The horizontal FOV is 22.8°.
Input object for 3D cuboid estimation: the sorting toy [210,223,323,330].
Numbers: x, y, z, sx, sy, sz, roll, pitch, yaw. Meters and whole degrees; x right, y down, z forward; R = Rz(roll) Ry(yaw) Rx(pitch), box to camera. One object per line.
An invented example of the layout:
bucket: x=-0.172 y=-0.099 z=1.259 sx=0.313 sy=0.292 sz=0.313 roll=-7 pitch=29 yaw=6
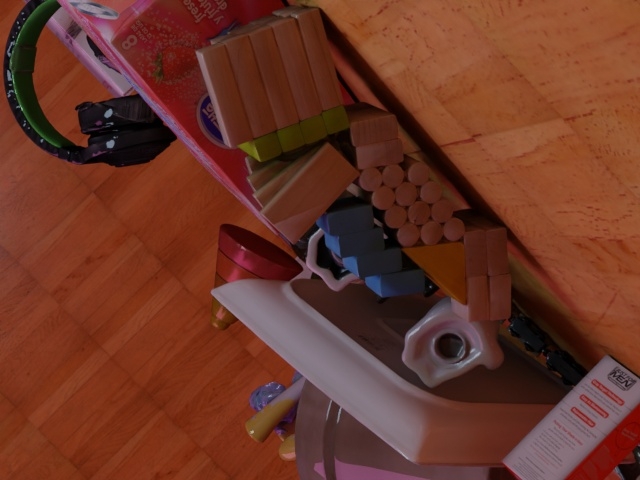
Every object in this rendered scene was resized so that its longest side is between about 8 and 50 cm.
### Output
sorting toy: x=-0.003 y=0.109 z=2.077 sx=0.365 sy=0.126 sz=0.127 roll=27 pitch=-171 yaw=-25

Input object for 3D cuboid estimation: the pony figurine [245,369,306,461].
pony figurine: x=0.057 y=0.182 z=2.332 sx=0.303 sy=0.363 sz=0.351 roll=40 pitch=-166 yaw=-26

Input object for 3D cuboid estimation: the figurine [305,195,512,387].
figurine: x=0.103 y=0.026 z=1.565 sx=0.215 sy=0.092 sz=0.209 roll=45 pitch=-157 yaw=-2

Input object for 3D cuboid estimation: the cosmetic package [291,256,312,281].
cosmetic package: x=0.072 y=0.130 z=2.644 sx=0.224 sy=0.138 sz=0.224 roll=48 pitch=174 yaw=-31

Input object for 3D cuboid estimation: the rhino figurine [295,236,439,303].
rhino figurine: x=0.051 y=0.008 z=1.678 sx=0.106 sy=0.073 sz=0.243 roll=52 pitch=-156 yaw=20

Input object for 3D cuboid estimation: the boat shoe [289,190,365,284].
boat shoe: x=0.002 y=-0.028 z=2.114 sx=0.098 sy=0.109 sz=0.302 roll=33 pitch=-174 yaw=-45

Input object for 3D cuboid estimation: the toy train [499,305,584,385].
toy train: x=0.220 y=0.098 z=1.686 sx=0.158 sy=0.027 sz=0.036 roll=43 pitch=-173 yaw=21

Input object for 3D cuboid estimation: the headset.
headset: x=-0.258 y=-0.208 z=2.083 sx=0.394 sy=0.243 sz=0.185 roll=13 pitch=-169 yaw=22

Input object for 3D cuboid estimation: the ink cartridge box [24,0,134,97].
ink cartridge box: x=-0.352 y=-0.348 z=2.361 sx=0.283 sy=0.117 sz=0.207 roll=47 pitch=175 yaw=-9

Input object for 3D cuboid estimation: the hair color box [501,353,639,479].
hair color box: x=0.241 y=0.179 z=1.447 sx=0.043 sy=0.141 sz=0.072 roll=49 pitch=175 yaw=-38

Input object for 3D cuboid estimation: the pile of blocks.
pile of blocks: x=0.020 y=-0.052 z=1.381 sx=0.362 sy=0.149 sz=0.112 roll=47 pitch=176 yaw=-20

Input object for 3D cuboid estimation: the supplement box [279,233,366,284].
supplement box: x=0.000 y=0.000 z=2.482 sx=0.188 sy=0.081 sz=0.104 roll=48 pitch=175 yaw=-31

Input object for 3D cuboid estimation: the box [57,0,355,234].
box: x=-0.096 y=-0.166 z=1.462 sx=0.154 sy=0.142 sz=0.300 roll=43 pitch=175 yaw=44

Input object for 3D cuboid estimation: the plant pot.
plant pot: x=0.176 y=0.248 z=1.957 sx=0.280 sy=0.323 sz=0.323 roll=11 pitch=149 yaw=52

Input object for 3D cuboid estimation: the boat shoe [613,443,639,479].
boat shoe: x=0.353 y=0.259 z=1.700 sx=0.152 sy=0.056 sz=0.049 roll=42 pitch=179 yaw=42

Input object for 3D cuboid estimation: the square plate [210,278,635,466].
square plate: x=0.113 y=0.125 z=1.644 sx=0.344 sy=0.049 sz=0.347 roll=7 pitch=-159 yaw=-44
